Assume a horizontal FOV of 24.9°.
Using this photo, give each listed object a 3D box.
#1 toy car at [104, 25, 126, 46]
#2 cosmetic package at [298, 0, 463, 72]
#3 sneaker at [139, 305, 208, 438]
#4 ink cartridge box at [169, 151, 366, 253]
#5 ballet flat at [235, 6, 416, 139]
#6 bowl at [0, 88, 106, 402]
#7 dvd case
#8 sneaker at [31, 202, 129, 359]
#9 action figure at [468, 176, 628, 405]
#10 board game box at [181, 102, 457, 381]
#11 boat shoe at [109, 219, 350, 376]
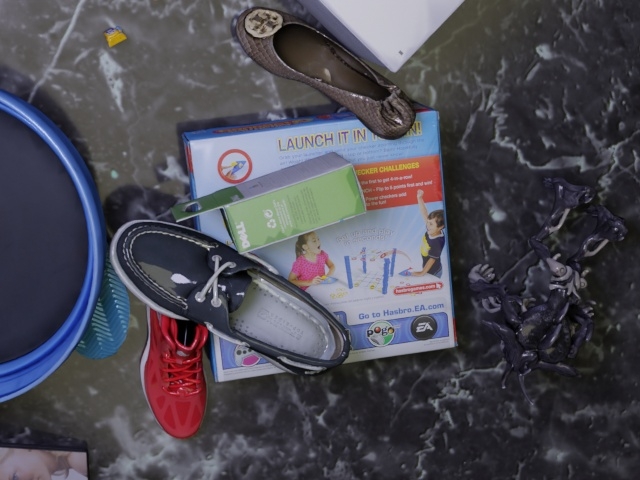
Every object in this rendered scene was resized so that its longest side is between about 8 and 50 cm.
[{"bbox_3d":[-0.224,-0.291,1.709,0.122,0.040,0.060,-43,127,-2],"label":"toy car"},{"bbox_3d":[0.092,-0.326,1.665,0.138,0.224,0.224,43,91,-13],"label":"cosmetic package"},{"bbox_3d":[-0.177,0.150,1.767,0.087,0.128,0.221,-9,102,-8],"label":"sneaker"},{"bbox_3d":[-0.062,-0.036,1.669,0.209,0.109,0.062,-19,104,-6],"label":"ink cartridge box"},{"bbox_3d":[0.007,-0.206,1.716,0.250,0.058,0.084,36,68,10],"label":"ballet flat"},{"bbox_3d":[-0.430,0.000,1.660,0.391,0.077,0.391,2,104,9],"label":"bowl"},{"bbox_3d":[-0.394,0.326,1.732,0.253,0.022,0.180,8,58,-27],"label":"dvd case"},{"bbox_3d":[-0.283,0.029,1.739,0.087,0.092,0.228,-14,101,-5],"label":"sneaker"},{"bbox_3d":[0.282,0.069,1.833,0.164,0.141,0.275,30,80,-17],"label":"action figure"},{"bbox_3d":[0.000,0.000,1.790,0.308,0.086,0.301,-7,103,-9],"label":"board game box"},{"bbox_3d":[-0.098,0.061,1.680,0.303,0.091,0.114,26,75,-18],"label":"boat shoe"}]
